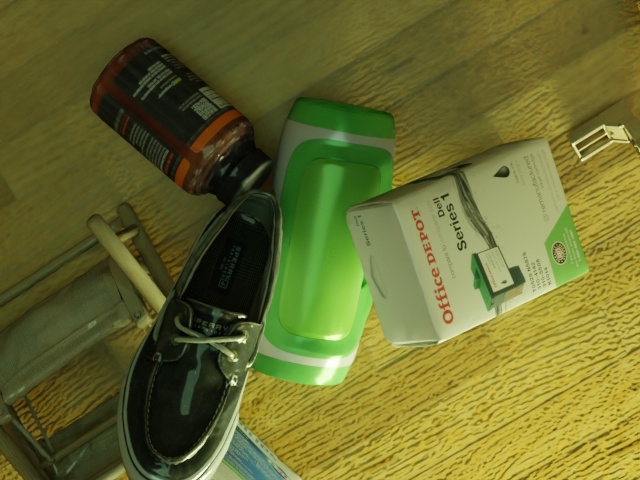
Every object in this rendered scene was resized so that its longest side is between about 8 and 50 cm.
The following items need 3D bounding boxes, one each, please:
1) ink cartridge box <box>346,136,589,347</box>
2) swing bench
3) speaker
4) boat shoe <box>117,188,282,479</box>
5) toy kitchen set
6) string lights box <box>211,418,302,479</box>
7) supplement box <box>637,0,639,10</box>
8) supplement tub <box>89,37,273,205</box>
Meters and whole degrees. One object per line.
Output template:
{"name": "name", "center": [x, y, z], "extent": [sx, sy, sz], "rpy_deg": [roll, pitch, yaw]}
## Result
{"name": "ink cartridge box", "center": [0.156, 0.002, 1.747], "extent": [0.219, 0.092, 0.160], "rpy_deg": [-24, 98, -31]}
{"name": "swing bench", "center": [-0.256, 0.135, 1.797], "extent": [0.253, 0.165, 0.255], "rpy_deg": [-33, 92, 8]}
{"name": "speaker", "center": [0.000, 0.000, 1.791], "extent": [0.131, 0.131, 0.297], "rpy_deg": [11, 98, 1]}
{"name": "boat shoe", "center": [-0.119, 0.091, 1.636], "extent": [0.121, 0.119, 0.335], "rpy_deg": [16, 60, -6]}
{"name": "toy kitchen set", "center": [0.326, -0.089, 1.793], "extent": [0.075, 0.083, 0.068], "rpy_deg": [-32, 136, 7]}
{"name": "string lights box", "center": [-0.097, 0.269, 1.764], "extent": [0.133, 0.260, 0.077], "rpy_deg": [45, 97, -3]}
{"name": "supplement box", "center": [0.464, -0.197, 1.689], "extent": [0.194, 0.191, 0.129], "rpy_deg": [-30, 138, 7]}
{"name": "supplement tub", "center": [-0.145, -0.120, 1.773], "extent": [0.198, 0.106, 0.106], "rpy_deg": [41, 98, 10]}
